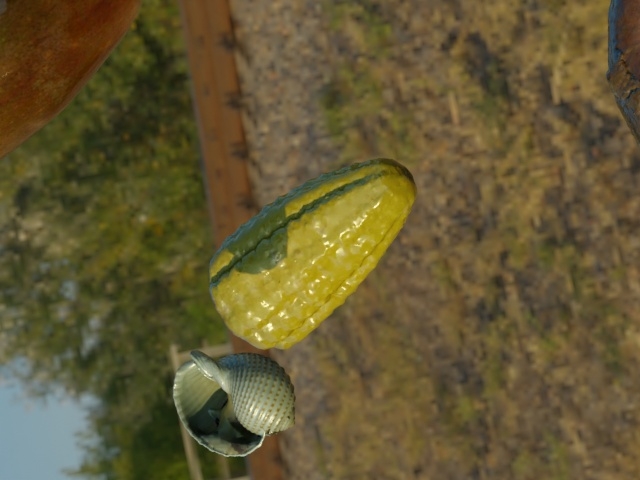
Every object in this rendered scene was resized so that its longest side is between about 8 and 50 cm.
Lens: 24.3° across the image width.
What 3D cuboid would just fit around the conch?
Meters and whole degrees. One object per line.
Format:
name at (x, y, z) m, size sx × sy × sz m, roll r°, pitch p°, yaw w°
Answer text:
conch at (-0.058, 0.112, 1.052) m, size 0.085 × 0.076 × 0.056 m, roll 35°, pitch -169°, yaw 22°

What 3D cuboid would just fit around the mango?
mango at (-0.234, -0.110, 1.015) m, size 0.111 × 0.267 × 0.133 m, roll 47°, pitch 180°, yaw -19°

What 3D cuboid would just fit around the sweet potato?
sweet potato at (0.184, -0.105, 0.811) m, size 0.068 × 0.068 × 0.226 m, roll 93°, pitch 165°, yaw -67°

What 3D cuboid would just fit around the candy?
candy at (0.000, 0.000, 1.198) m, size 0.106 × 0.199 × 0.094 m, roll 34°, pitch -147°, yaw -25°
